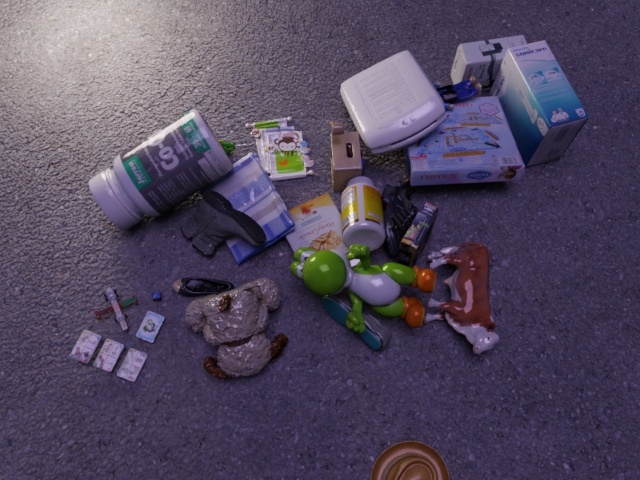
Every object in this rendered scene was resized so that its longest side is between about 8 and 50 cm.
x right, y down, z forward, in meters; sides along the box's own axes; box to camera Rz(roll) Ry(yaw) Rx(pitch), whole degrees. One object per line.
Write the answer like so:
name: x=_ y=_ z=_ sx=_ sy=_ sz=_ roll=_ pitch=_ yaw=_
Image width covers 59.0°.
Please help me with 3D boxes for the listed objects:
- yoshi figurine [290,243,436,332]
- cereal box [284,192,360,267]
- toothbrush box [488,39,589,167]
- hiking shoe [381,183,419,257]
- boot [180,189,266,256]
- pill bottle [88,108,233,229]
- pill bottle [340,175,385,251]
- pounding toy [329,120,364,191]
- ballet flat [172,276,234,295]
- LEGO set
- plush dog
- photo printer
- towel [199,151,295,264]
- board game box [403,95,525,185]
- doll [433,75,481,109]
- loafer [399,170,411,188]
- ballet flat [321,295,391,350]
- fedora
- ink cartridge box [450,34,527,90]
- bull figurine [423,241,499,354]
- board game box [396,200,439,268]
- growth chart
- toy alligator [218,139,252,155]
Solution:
yoshi figurine: x=0.099 y=0.109 z=1.420 sx=0.362 sy=0.203 sz=0.203 roll=15 pitch=57 yaw=-1
cereal box: x=0.000 y=0.000 z=1.607 sx=0.173 sy=0.047 sz=0.240 roll=-26 pitch=68 yaw=-10
toothbrush box: x=0.639 y=-0.405 z=1.692 sx=0.126 sy=0.216 sz=0.295 roll=-15 pitch=65 yaw=-7
hiking shoe: x=0.231 y=-0.059 z=1.611 sx=0.114 sy=0.086 sz=0.227 roll=2 pitch=67 yaw=2
boot: x=-0.273 y=-0.017 z=1.587 sx=0.246 sy=0.083 sz=0.161 roll=38 pitch=104 yaw=22
pill bottle: x=-0.448 y=-0.195 z=1.601 sx=0.361 sy=0.204 sz=0.204 roll=-33 pitch=69 yaw=-2
pill bottle: x=0.116 y=-0.078 z=1.575 sx=0.117 sy=0.117 sz=0.215 roll=0 pitch=47 yaw=1
pounding toy: x=0.077 y=-0.271 z=1.642 sx=0.094 sy=0.206 sz=0.181 roll=-3 pitch=65 yaw=-1
ballet flat: x=-0.322 y=0.122 z=1.555 sx=0.173 sy=0.049 sz=0.057 roll=2 pitch=64 yaw=1
LEGO set: x=-0.527 y=0.234 z=1.524 sx=0.182 sy=0.060 sz=0.244 roll=22 pitch=69 yaw=-3
plush dog: x=-0.204 y=0.237 z=1.443 sx=0.262 sy=0.210 sz=0.225 roll=-19 pitch=95 yaw=-6
photo printer: x=0.215 y=-0.399 z=1.668 sx=0.256 sy=0.107 sz=0.307 roll=-26 pitch=51 yaw=8
towel: x=-0.216 y=-0.097 z=1.634 sx=0.209 sy=0.034 sz=0.285 roll=-32 pitch=68 yaw=5
board game box: x=0.405 y=-0.303 z=1.691 sx=0.319 sy=0.066 sz=0.318 roll=-2 pitch=51 yaw=0
doll: x=0.390 y=-0.452 z=1.740 sx=0.189 sy=0.046 sz=0.129 roll=-18 pitch=53 yaw=-6
loafer: x=0.283 y=-0.208 z=1.697 sx=0.148 sy=0.056 sz=0.050 roll=-36 pitch=68 yaw=-26
ballet flat: x=0.097 y=0.209 z=1.512 sx=0.213 sy=0.072 sz=0.068 roll=39 pitch=44 yaw=15
fedora: x=0.214 y=0.567 z=1.332 sx=0.194 sy=0.079 sz=0.194 roll=-1 pitch=66 yaw=1
ink cartridge box: x=0.535 y=-0.554 z=1.795 sx=0.208 sy=0.153 sz=0.087 roll=-9 pitch=65 yaw=-2
bull figurine: x=0.376 y=0.150 z=1.506 sx=0.188 sy=0.101 sz=0.310 roll=5 pitch=66 yaw=5
board game box: x=0.262 y=-0.007 z=1.541 sx=0.048 sy=0.170 sz=0.141 roll=26 pitch=68 yaw=13
growth chart: x=-0.120 y=-0.284 z=1.753 sx=0.172 sy=0.021 sz=0.237 roll=-16 pitch=67 yaw=-8
toy alligator: x=-0.305 y=-0.280 z=1.739 sx=0.190 sy=0.056 sz=0.051 roll=7 pitch=108 yaw=2
